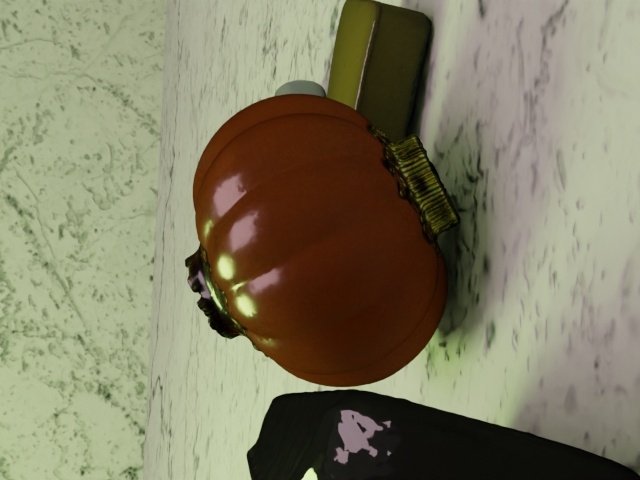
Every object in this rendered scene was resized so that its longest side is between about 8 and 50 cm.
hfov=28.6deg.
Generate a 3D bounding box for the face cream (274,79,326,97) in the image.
[{"bbox_3d":[-0.022,-0.070,1.335,0.084,0.057,0.198,121,151,-64],"label":"face cream"}]

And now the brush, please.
[{"bbox_3d":[0.042,-0.105,1.072,0.123,0.059,0.197,-124,41,-74],"label":"brush"}]

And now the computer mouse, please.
[{"bbox_3d":[0.054,0.144,0.678,0.269,0.170,0.100,145,143,-77],"label":"computer mouse"}]

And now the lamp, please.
[{"bbox_3d":[0.000,0.000,0.913,0.223,0.196,0.223,59,-172,-14],"label":"lamp"}]
